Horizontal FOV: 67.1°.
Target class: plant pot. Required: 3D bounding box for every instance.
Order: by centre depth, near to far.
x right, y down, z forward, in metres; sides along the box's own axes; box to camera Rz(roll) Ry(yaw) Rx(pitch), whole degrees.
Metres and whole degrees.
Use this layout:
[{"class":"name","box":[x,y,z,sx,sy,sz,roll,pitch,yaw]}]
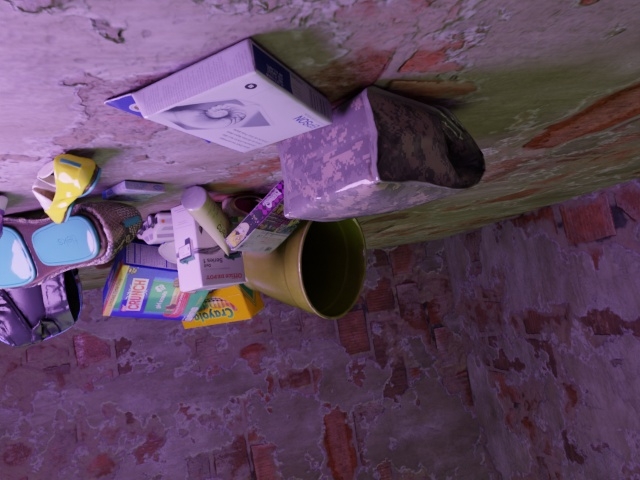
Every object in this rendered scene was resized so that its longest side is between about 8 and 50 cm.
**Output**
[{"class":"plant pot","box":[-0.089,0.065,1.637,0.352,0.367,0.366,0,-179,37]}]

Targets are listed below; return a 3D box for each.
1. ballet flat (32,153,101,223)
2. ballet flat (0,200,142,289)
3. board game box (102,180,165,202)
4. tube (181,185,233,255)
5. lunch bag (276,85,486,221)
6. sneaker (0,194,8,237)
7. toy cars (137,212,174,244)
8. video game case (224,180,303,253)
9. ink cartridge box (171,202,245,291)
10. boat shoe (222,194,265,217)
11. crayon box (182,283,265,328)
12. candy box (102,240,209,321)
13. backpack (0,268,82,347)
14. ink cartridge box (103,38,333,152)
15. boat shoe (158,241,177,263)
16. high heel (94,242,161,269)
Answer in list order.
[{"class":"ballet flat","box":[-0.444,-0.091,0.822,0.077,0.077,0.230,21,154,-33]},{"class":"ballet flat","box":[-0.595,0.006,1.067,0.481,0.164,0.182,-10,-168,21]},{"class":"board game box","box":[-0.385,-0.100,0.997,0.090,0.020,0.090,-13,173,37]},{"class":"tube","box":[-0.255,-0.049,1.161,0.070,0.062,0.240,-45,157,-10]},{"class":"lunch bag","box":[0.110,-0.128,0.837,0.286,0.169,0.235,2,168,-39]},{"class":"sneaker","box":[-0.679,-0.016,0.929,0.236,0.105,0.095,-13,174,38]},{"class":"toy cars","box":[-0.536,-0.001,1.345,0.393,0.087,0.176,-11,174,10]},{"class":"video game case","box":[-0.119,-0.052,1.268,0.210,0.042,0.232,-45,165,11]},{"class":"ink cartridge box","box":[-0.292,0.017,1.269,0.092,0.220,0.160,-13,173,36]},{"class":"boat shoe","box":[-0.169,-0.086,1.254,0.169,0.063,0.059,-3,177,-41]},{"class":"crayon box","box":[-0.428,0.161,1.853,0.362,0.314,0.106,-14,-170,33]},{"class":"candy box","box":[-0.557,0.149,1.668,0.316,0.122,0.268,12,130,-31]},{"class":"backpack","box":[-0.747,0.128,1.241,0.276,0.264,0.213,-19,-176,-19]},{"class":"ink cartridge box","box":[-0.126,-0.170,0.653,0.223,0.046,0.223,-12,173,24]},{"class":"boat shoe","box":[-0.390,-0.022,1.493,0.319,0.116,0.099,-25,-152,42]},{"class":"high heel","box":[-0.678,0.046,1.701,0.243,0.082,0.117,-19,-155,-24]}]
